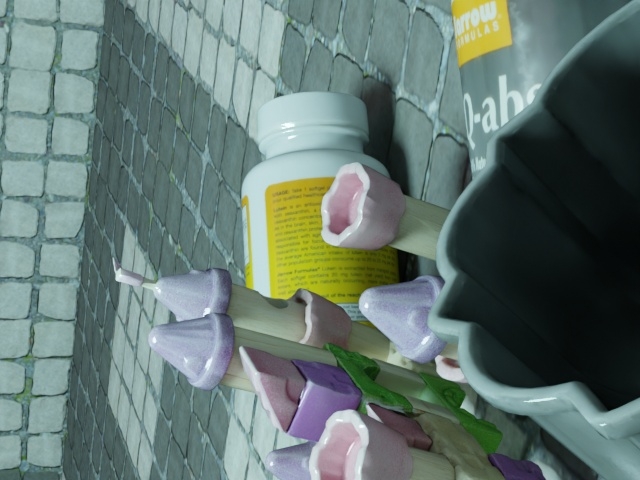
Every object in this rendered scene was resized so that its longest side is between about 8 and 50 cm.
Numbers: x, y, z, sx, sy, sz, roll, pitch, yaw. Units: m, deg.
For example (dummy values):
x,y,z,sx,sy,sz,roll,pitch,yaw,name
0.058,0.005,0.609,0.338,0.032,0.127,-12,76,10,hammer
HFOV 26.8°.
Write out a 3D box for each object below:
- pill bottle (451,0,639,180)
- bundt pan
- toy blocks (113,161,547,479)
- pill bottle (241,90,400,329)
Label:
x,y,z,sx,sy,sz,roll,pitch,yaw,name
0.154,-0.084,0.715,0.162,0.162,0.278,168,95,-69,pill bottle
0.207,-0.020,0.490,0.331,0.124,0.331,-35,22,16,bundt pan
-0.005,0.118,0.935,0.309,0.260,0.288,-66,27,14,toy blocks
0.000,0.000,1.193,0.136,0.136,0.246,146,123,-65,pill bottle
